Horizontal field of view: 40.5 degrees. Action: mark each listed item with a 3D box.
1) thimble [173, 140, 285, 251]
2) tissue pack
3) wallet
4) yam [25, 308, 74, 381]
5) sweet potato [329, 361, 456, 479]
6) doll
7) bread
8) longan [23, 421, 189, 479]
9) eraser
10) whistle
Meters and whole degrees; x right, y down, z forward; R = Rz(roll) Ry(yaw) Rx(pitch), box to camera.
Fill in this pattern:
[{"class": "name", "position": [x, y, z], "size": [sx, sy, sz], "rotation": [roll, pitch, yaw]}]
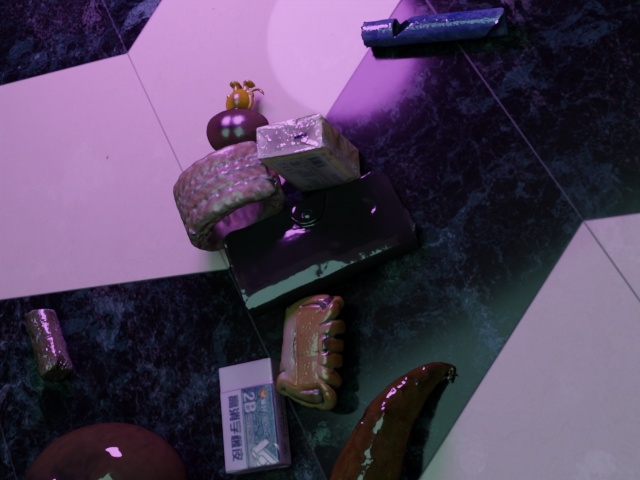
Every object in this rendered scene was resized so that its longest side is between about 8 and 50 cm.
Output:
[{"class": "thimble", "position": [-0.186, -0.085, 1.803], "size": [0.229, 0.196, 0.148], "rotation": [-28, 69, 12]}, {"class": "tissue pack", "position": [-0.020, -0.174, 1.755], "size": [0.148, 0.196, 0.092], "rotation": [-9, 69, 23]}, {"class": "wallet", "position": [0.000, 0.000, 1.740], "size": [0.378, 0.051, 0.197], "rotation": [-22, 65, 1]}, {"class": "yam", "position": [-0.618, 0.233, 1.970], "size": [0.078, 0.078, 0.179], "rotation": [-32, 61, 13]}, {"class": "sweet potato", "position": [0.105, 0.391, 1.573], "size": [0.130, 0.130, 0.422], "rotation": [21, 76, 28]}, {"class": "doll", "position": [-0.171, -0.263, 1.914], "size": [0.145, 0.096, 0.188], "rotation": [21, 74, 23]}, {"class": "bread", "position": [-0.013, 0.217, 1.698], "size": [0.134, 0.081, 0.225], "rotation": [-2, 75, 29]}, {"class": "longan", "position": [-0.409, 0.499, 1.668], "size": [0.319, 0.319, 0.319], "rotation": [-7, 72, 22]}, {"class": "eraser", "position": [-0.132, 0.349, 1.719], "size": [0.124, 0.068, 0.210], "rotation": [-15, 68, 20]}, {"class": "whistle", "position": [0.235, -0.440, 1.800], "size": [0.304, 0.062, 0.062], "rotation": [1, 75, 25]}]
